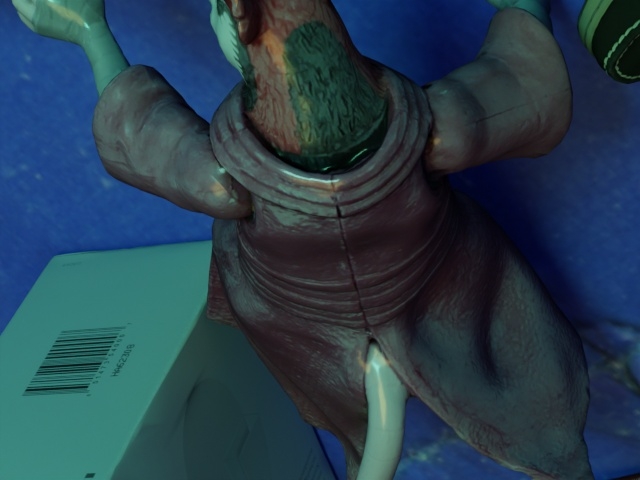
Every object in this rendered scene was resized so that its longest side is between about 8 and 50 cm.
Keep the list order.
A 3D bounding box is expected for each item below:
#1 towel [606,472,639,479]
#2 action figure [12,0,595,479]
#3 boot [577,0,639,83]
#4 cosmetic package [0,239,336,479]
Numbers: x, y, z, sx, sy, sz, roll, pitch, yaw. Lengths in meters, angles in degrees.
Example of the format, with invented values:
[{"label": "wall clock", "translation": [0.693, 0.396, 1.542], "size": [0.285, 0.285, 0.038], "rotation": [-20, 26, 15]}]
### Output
[{"label": "towel", "translation": [0.224, 0.240, 1.042], "size": [0.329, 0.037, 0.237], "rotation": [-19, 118, 32]}, {"label": "action figure", "translation": [0.000, 0.000, 0.768], "size": [0.248, 0.276, 0.370], "rotation": [-9, 153, 7]}, {"label": "boot", "translation": [0.229, -0.083, 0.687], "size": [0.236, 0.085, 0.179], "rotation": [-34, 68, 34]}, {"label": "cosmetic package", "translation": [-0.106, 0.157, 0.976], "size": [0.138, 0.224, 0.225], "rotation": [-6, 124, 25]}]
